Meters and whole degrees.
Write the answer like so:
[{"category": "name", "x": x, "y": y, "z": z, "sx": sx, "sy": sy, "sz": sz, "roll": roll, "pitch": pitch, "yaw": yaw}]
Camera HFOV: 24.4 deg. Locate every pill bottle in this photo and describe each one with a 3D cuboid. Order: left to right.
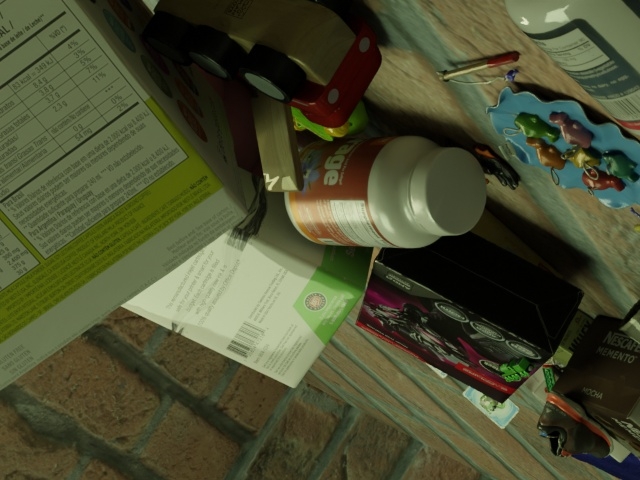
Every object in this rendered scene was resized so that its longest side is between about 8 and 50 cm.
[{"category": "pill bottle", "x": 0.071, "y": -0.053, "z": 1.606, "sx": 0.216, "sy": 0.121, "sz": 0.121, "roll": 1, "pitch": 149, "yaw": 49}, {"category": "pill bottle", "x": 0.181, "y": -0.158, "z": 0.944, "sx": 0.180, "sy": 0.108, "sz": 0.108, "roll": 38, "pitch": 168, "yaw": -26}]

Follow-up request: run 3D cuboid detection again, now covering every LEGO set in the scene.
[{"category": "LEGO set", "x": 0.260, "y": 0.159, "z": 2.056, "sx": 0.244, "sy": 0.060, "sz": 0.182, "roll": 41, "pitch": 127, "yaw": 10}]

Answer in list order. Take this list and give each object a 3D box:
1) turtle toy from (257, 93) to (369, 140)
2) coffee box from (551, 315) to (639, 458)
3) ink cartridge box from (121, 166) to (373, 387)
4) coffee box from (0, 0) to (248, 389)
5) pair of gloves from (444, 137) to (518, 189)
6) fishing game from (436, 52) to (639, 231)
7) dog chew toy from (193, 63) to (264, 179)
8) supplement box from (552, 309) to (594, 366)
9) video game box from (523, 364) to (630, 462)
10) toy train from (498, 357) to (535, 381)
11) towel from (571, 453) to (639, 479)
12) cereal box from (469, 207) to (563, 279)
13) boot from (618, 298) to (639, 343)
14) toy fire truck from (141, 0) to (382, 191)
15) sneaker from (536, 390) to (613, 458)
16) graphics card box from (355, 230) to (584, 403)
[{"category": "turtle toy", "x": 0.001, "y": -0.150, "z": 1.604, "sx": 0.095, "sy": 0.066, "sz": 0.130, "roll": 15, "pitch": 160, "yaw": 50}, {"category": "coffee box", "x": 0.457, "y": 0.230, "z": 1.850, "sx": 0.297, "sy": 0.119, "sz": 0.168, "roll": 38, "pitch": 171, "yaw": -24}, {"category": "ink cartridge box", "x": -0.101, "y": 0.029, "z": 1.768, "sx": 0.273, "sy": 0.114, "sz": 0.198, "roll": 27, "pitch": 130, "yaw": -9}, {"category": "coffee box", "x": -0.316, "y": -0.114, "z": 1.518, "sx": 0.334, "sy": 0.338, "sz": 0.337, "roll": 52, "pitch": -172, "yaw": -25}, {"category": "pair of gloves", "x": 0.171, "y": -0.082, "z": 1.575, "sx": 0.074, "sy": 0.010, "sz": 0.083, "roll": 43, "pitch": 164, "yaw": -33}, {"category": "fishing game", "x": 0.227, "y": -0.077, "z": 1.364, "sx": 0.264, "sy": 0.041, "sz": 0.189, "roll": 37, "pitch": 166, "yaw": -19}, {"category": "dog chew toy", "x": -0.152, "y": -0.122, "z": 1.856, "sx": 0.207, "sy": 0.206, "sz": 0.332, "roll": 26, "pitch": 160, "yaw": 31}, {"category": "supplement box", "x": 0.338, "y": 0.135, "z": 1.937, "sx": 0.083, "sy": 0.056, "sz": 0.083, "roll": 33, "pitch": 169, "yaw": -1}, {"category": "video game box", "x": 0.353, "y": 0.223, "z": 2.191, "sx": 0.205, "sy": 0.048, "sz": 0.187, "roll": 38, "pitch": -177, "yaw": -26}, {"category": "toy train", "x": 0.226, "y": 0.149, "z": 1.724, "sx": 0.024, "sy": 0.017, "sz": 0.083, "roll": 38, "pitch": 164, "yaw": -3}, {"category": "towel", "x": 0.528, "y": 0.347, "z": 2.327, "sx": 0.228, "sy": 0.076, "sz": 0.308, "roll": 27, "pitch": 170, "yaw": -9}, {"category": "cereal box", "x": 0.168, "y": 0.002, "z": 1.854, "sx": 0.173, "sy": 0.047, "sz": 0.240, "roll": 38, "pitch": 166, "yaw": -30}, {"category": "boot", "x": 0.432, "y": 0.144, "z": 1.670, "sx": 0.209, "sy": 0.076, "sz": 0.189, "roll": 32, "pitch": 176, "yaw": 11}, {"category": "toy fire truck", "x": -0.036, "y": -0.153, "z": 1.472, "sx": 0.217, "sy": 0.158, "sz": 0.246, "roll": 23, "pitch": 169, "yaw": 39}, {"category": "sneaker", "x": 0.309, "y": 0.243, "z": 1.848, "sx": 0.061, "sy": 0.065, "sz": 0.158, "roll": 27, "pitch": 169, "yaw": 46}, {"category": "graphics card box", "x": 0.172, "y": 0.086, "z": 1.830, "sx": 0.233, "sy": 0.094, "sz": 0.371, "roll": 29, "pitch": 165, "yaw": 4}]
